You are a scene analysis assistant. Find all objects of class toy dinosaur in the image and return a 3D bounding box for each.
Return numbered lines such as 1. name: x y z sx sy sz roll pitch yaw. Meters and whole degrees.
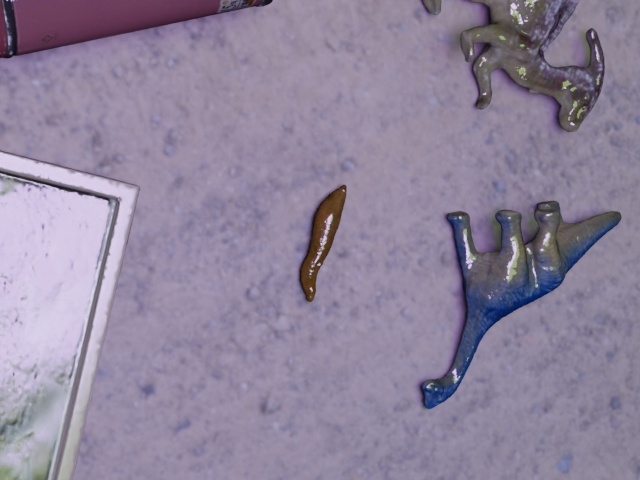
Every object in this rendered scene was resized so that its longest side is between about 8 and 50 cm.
1. toy dinosaur: 0.186 -0.240 1.281 0.162 0.077 0.294 -23 113 -24
2. toy dinosaur: 0.205 0.056 1.306 0.247 0.075 0.188 -9 103 -27

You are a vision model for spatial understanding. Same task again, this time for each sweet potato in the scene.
1. sweet potato: 0.000 0.000 1.234 0.026 0.026 0.115 21 85 -20

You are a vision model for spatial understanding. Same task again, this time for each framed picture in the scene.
1. framed picture: -0.300 0.080 1.119 0.240 0.020 0.324 16 85 -20

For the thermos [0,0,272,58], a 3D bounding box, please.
1. thermos: -0.209 -0.232 1.103 0.330 0.109 0.136 -16 96 -20
